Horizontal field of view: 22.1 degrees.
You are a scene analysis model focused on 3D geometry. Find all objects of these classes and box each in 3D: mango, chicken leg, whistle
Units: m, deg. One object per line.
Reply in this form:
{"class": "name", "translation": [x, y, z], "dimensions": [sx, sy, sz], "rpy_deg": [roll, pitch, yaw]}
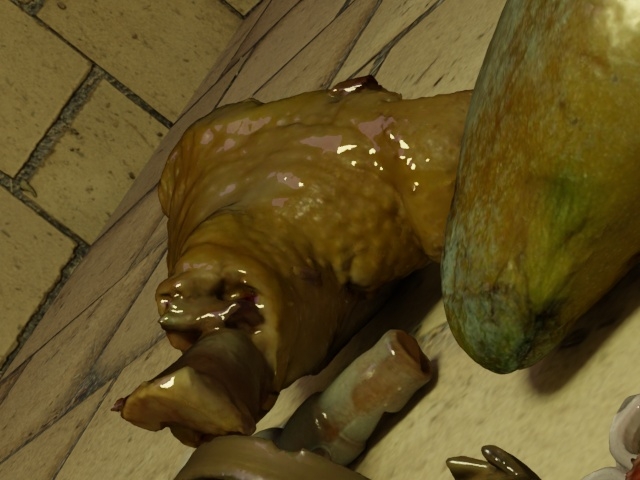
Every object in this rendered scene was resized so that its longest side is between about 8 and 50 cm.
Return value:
{"class": "mango", "translation": [0.153, -0.079, 0.799], "dimensions": [0.316, 0.146, 0.193], "rpy_deg": [-64, 9, 9]}
{"class": "chicken leg", "translation": [0.000, 0.000, 1.016], "dimensions": [0.295, 0.182, 0.409], "rpy_deg": [-23, 12, 20]}
{"class": "whistle", "translation": [-0.020, 0.134, 0.983], "dimensions": [0.220, 0.057, 0.107], "rpy_deg": [-44, 11, 21]}

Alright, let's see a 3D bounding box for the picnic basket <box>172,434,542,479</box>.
{"class": "picnic basket", "translation": [0.025, 0.128, 0.539], "dimensions": [0.128, 0.178, 0.138], "rpy_deg": [-35, 20, 54]}

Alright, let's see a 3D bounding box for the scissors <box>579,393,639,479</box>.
{"class": "scissors", "translation": [0.138, 0.102, 0.608], "dimensions": [0.100, 0.015, 0.189], "rpy_deg": [-53, 14, -2]}

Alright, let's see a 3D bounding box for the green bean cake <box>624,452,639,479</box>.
{"class": "green bean cake", "translation": [0.102, 0.122, 0.407], "dimensions": [0.056, 0.135, 0.135], "rpy_deg": [7, 49, 32]}
